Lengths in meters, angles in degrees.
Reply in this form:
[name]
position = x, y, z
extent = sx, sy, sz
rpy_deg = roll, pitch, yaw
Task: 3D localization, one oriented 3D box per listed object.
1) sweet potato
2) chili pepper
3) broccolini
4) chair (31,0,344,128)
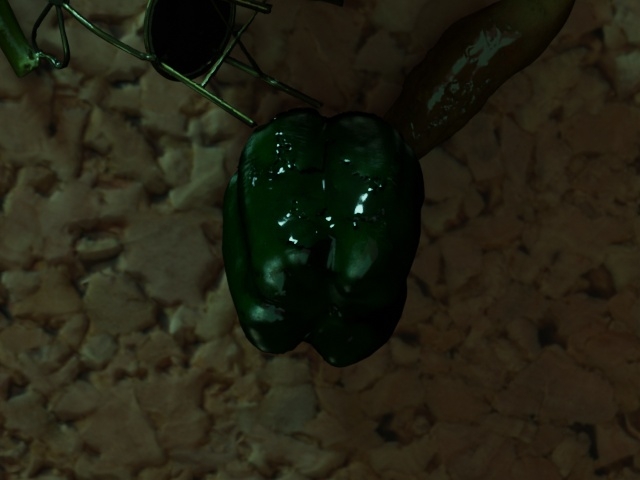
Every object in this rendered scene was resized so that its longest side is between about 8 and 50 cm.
[sweet potato]
position = 0.164, -0.195, 1.586
extent = 0.355, 0.106, 0.095
rpy_deg = -41, 75, 7
[chili pepper]
position = 0.000, 0.000, 1.531
extent = 0.233, 0.256, 0.248
rpy_deg = 3, 136, 1
[broccolini]
position = -0.382, -0.365, 1.479
extent = 0.079, 0.074, 0.392
rpy_deg = -44, 122, -37
[chair]
position = -0.153, -0.248, 1.515
extent = 0.326, 0.170, 0.159
rpy_deg = 23, 116, 32
